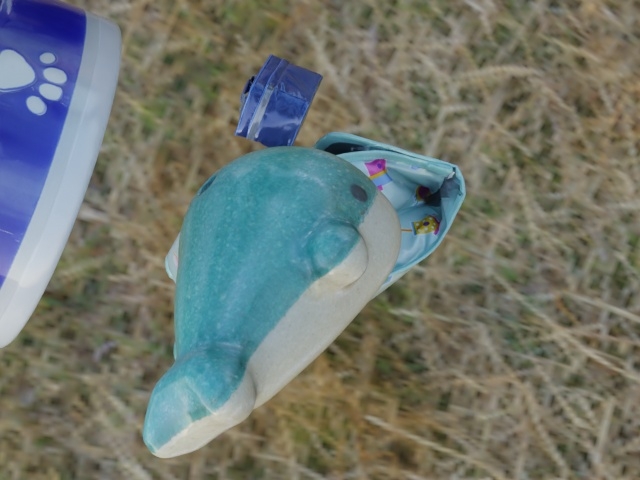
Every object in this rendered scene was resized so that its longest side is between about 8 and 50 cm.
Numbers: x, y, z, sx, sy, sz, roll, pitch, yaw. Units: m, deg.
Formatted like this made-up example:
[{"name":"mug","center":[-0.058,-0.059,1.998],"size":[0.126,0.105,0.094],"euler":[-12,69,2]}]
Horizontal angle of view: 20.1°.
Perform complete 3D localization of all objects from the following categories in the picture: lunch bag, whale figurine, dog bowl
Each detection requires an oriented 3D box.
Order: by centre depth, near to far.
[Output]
[{"name":"whale figurine","center":[-0.056,0.035,1.312],"size":[0.141,0.272,0.216],"euler":[46,135,-9]},{"name":"dog bowl","center":[-0.246,-0.059,1.363],"size":[0.265,0.104,0.265],"euler":[-56,22,37]},{"name":"lunch bag","center":[-0.043,-0.132,1.707],"size":[0.065,0.098,0.067],"euler":[23,119,-1]},{"name":"lunch bag","center":[0.000,0.000,1.740],"size":[0.262,0.223,0.160],"euler":[-23,82,-15]}]
